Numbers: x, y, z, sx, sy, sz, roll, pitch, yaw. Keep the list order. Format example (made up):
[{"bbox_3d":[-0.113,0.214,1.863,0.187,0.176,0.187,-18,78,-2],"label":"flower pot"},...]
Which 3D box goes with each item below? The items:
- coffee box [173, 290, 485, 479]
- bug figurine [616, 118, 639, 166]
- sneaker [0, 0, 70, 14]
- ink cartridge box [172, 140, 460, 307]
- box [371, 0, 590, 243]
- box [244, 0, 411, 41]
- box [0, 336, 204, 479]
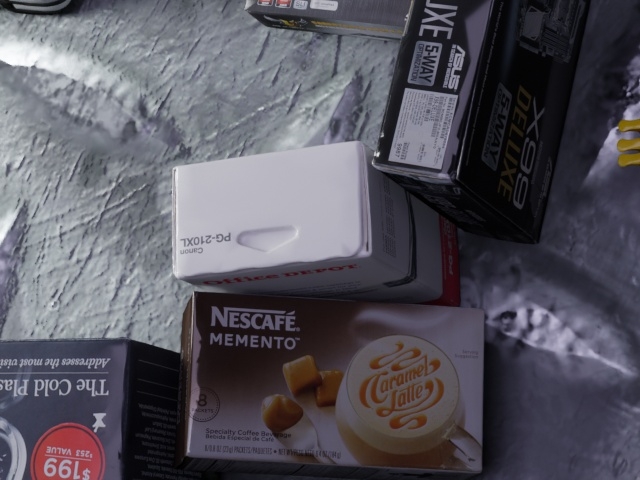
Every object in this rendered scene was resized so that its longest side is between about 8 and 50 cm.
[{"bbox_3d":[0.007,0.124,1.656,0.246,0.098,0.141,5,77,-9],"label":"coffee box"},{"bbox_3d":[0.391,-0.116,1.631,0.279,0.072,0.216,-2,71,26],"label":"bug figurine"},{"bbox_3d":[-0.363,-0.319,1.979,0.281,0.106,0.163,8,76,13],"label":"sneaker"},{"bbox_3d":[0.000,0.000,1.671,0.172,0.237,0.100,-7,75,20],"label":"ink cartridge box"},{"bbox_3d":[0.147,-0.171,1.649,0.076,0.242,0.308,9,81,24],"label":"box"},{"bbox_3d":[0.060,-0.276,1.810,0.231,0.056,0.183,10,82,23],"label":"box"},{"bbox_3d":[-0.286,0.249,1.715,0.343,0.179,0.313,-3,80,20],"label":"box"}]
